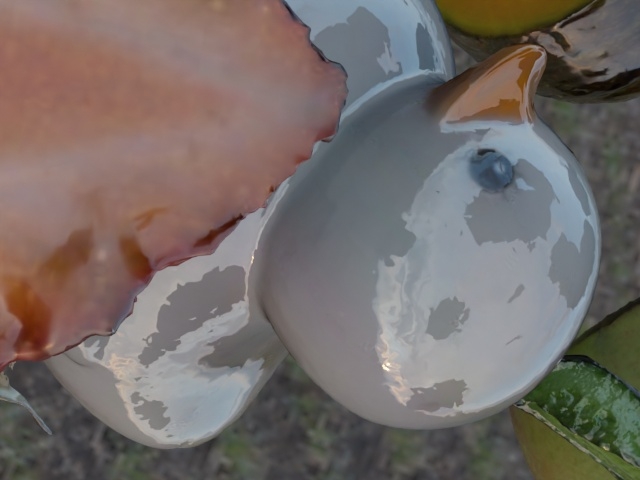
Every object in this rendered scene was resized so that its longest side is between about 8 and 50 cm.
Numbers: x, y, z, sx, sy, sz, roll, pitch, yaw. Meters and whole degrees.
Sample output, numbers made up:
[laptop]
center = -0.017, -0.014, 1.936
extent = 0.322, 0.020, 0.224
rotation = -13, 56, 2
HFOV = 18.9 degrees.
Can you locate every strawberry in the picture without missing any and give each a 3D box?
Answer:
[strawberry]
center = -0.088, -0.043, 0.414
extent = 0.082, 0.187, 0.146
rotation = -104, -162, -68

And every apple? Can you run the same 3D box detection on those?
[apple]
center = 0.253, 0.132, 1.408
extent = 0.265, 0.193, 0.120
rotation = -36, 161, 32

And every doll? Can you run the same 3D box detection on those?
[doll]
center = 0.000, 0.000, 0.764
extent = 0.251, 0.221, 0.221
rotation = -50, 161, 29

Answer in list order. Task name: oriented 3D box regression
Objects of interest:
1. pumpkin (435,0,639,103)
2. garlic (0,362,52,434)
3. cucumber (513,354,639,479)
[pumpkin]
center = 0.151, -0.251, 1.265
extent = 0.139, 0.222, 0.317
rotation = 5, 87, -53
[garlic]
center = -0.314, 0.023, 1.506
extent = 0.151, 0.196, 0.338
rotation = -65, 164, -50
[cucumber]
center = 0.194, 0.125, 1.009
extent = 0.220, 0.070, 0.046
rotation = 34, 87, -23
